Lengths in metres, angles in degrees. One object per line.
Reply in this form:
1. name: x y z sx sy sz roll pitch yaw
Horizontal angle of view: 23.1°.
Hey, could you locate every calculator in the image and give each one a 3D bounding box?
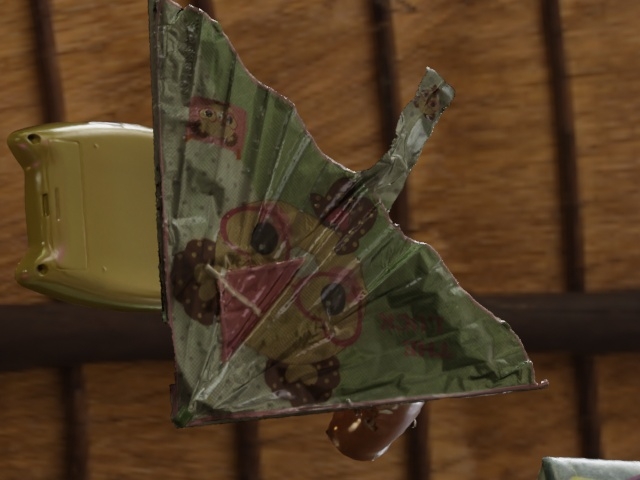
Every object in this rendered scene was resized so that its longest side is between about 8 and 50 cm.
1. calculator: -0.145 -0.020 1.267 0.236 0.033 0.157 4 -105 -47

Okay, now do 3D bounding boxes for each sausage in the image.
1. sausage: 0.059 0.132 1.384 0.304 0.078 0.078 108 -179 -67

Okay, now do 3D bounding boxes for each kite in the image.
1. kite: 0.000 0.000 0.855 0.323 0.013 0.267 47 -119 -12

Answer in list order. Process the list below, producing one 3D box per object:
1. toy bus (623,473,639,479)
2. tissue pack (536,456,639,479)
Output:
1. toy bus: 0.244 0.181 0.903 0.199 0.096 0.108 9 -118 -45
2. tissue pack: 0.310 0.271 1.275 0.081 0.257 0.185 103 168 -45
